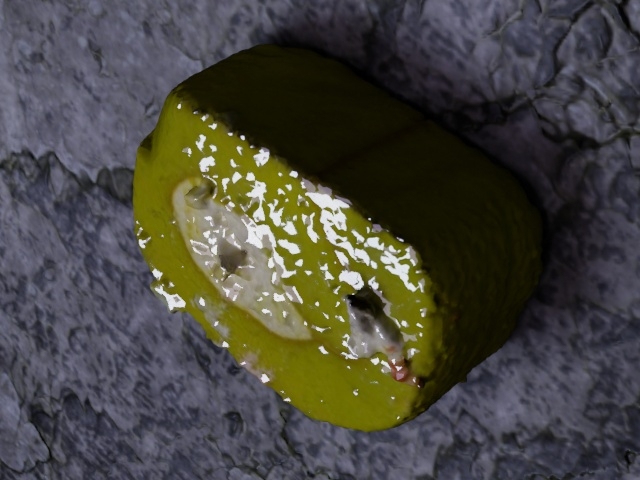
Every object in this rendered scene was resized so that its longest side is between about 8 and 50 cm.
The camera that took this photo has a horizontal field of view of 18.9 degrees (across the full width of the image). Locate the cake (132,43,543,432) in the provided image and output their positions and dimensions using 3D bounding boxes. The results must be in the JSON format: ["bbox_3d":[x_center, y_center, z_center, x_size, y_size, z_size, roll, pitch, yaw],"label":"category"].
[{"bbox_3d":[0.000,0.000,1.241,0.260,0.156,0.179,35,129,23],"label":"cake"}]
